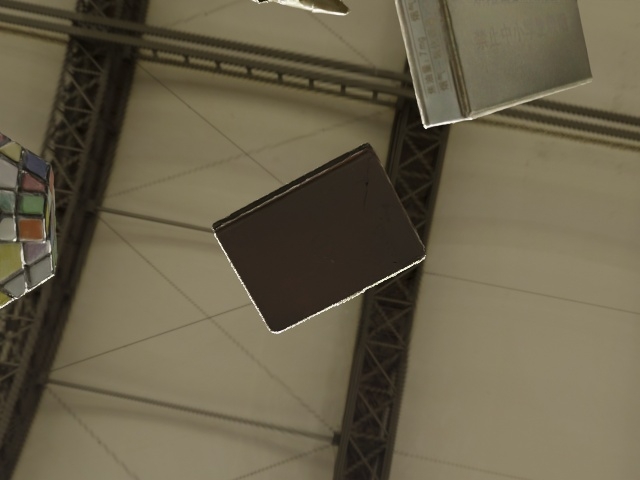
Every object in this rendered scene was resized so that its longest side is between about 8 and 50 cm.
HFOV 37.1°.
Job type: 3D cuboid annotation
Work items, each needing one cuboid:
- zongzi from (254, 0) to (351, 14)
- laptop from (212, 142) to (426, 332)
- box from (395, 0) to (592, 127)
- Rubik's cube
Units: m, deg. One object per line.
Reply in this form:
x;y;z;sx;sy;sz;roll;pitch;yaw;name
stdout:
-0.022;-0.360;1.107;0.178;0.081;0.189;16;-96;17;zongzi
0.000;0.000;1.093;0.207;0.026;0.154;-28;-76;6;laptop
0.105;-0.256;0.673;0.180;0.047;0.325;-21;-80;-44;box
-0.196;-0.010;0.532;0.111;0.111;0.093;44;-55;4;Rubik's cube
